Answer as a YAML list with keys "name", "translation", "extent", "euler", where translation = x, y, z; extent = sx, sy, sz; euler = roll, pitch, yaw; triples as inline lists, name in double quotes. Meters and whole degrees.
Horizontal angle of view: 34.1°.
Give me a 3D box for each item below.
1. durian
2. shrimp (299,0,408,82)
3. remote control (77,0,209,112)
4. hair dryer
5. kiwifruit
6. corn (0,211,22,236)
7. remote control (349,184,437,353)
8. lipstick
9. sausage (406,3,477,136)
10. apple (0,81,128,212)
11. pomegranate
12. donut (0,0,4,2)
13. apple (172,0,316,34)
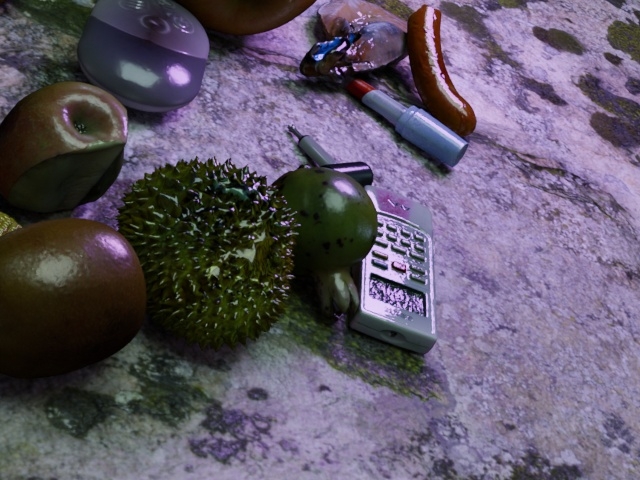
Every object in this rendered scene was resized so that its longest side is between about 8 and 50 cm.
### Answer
- name: "durian"
  translation: [-0.153, 0.004, 1.466]
  extent: [0.291, 0.224, 0.291]
  euler: [21, 38, -18]
- name: "shrimp"
  translation: [0.073, -0.436, 2.221]
  extent: [0.221, 0.110, 0.445]
  euler: [32, 31, 7]
- name: "remote control"
  translation: [-0.310, -0.341, 1.853]
  extent: [0.221, 0.103, 0.332]
  euler: [18, 40, -13]
- name: "hair dryer"
  translation: [0.004, -0.156, 1.904]
  extent: [0.100, 0.057, 0.197]
  euler: [-11, 48, -43]
- name: "kiwifruit"
  translation: [-0.335, 0.073, 1.294]
  extent: [0.234, 0.196, 0.196]
  euler: [-23, 61, -39]
- name: "corn"
  translation: [-0.455, 0.025, 1.372]
  extent: [0.085, 0.063, 0.165]
  euler: [51, 36, -12]
- name: "remote control"
  translation: [0.123, 0.039, 1.758]
  extent: [0.145, 0.050, 0.344]
  euler: [20, 39, -14]
- name: "lipstick"
  translation: [0.170, -0.246, 2.104]
  extent: [0.274, 0.061, 0.068]
  euler: [36, 60, 15]
- name: "sausage"
  translation: [0.245, -0.353, 2.208]
  extent: [0.103, 0.076, 0.302]
  euler: [-13, 75, -8]
- name: "apple"
  translation: [-0.376, -0.140, 1.512]
  extent: [0.174, 0.188, 0.207]
  euler: [45, 42, 11]
- name: "pomegranate"
  translation: [0.000, 0.000, 1.628]
  extent: [0.202, 0.202, 0.248]
  euler: [-6, 81, -38]
- name: "donut"
  translation: [-0.634, -0.509, 1.834]
  extent: [0.272, 0.107, 0.272]
  euler: [23, 36, -18]
- name: "apple"
  translation: [-0.147, -0.586, 2.011]
  extent: [0.400, 0.400, 0.333]
  euler: [-6, 57, -39]
